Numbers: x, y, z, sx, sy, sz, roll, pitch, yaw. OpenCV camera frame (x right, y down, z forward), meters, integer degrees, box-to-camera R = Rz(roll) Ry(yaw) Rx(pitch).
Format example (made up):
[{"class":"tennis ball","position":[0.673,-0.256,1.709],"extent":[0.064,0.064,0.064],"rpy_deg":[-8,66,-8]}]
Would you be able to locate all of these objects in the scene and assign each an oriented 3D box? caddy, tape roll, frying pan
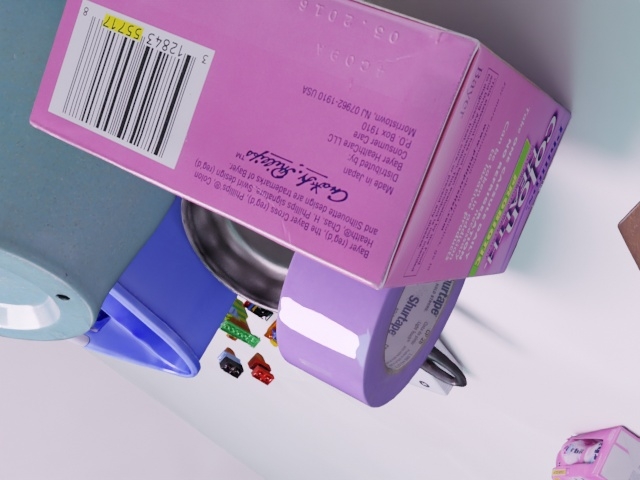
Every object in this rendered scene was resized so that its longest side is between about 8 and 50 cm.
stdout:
[{"class":"caddy","position":[-0.251,0.026,1.047],"extent":[0.241,0.179,0.341],"rpy_deg":[3,143,51]},{"class":"tape roll","position":[0.050,0.031,0.742],"extent":[0.080,0.189,0.189],"rpy_deg":[26,157,24]},{"class":"frying pan","position":[0.009,0.015,0.925],"extent":[0.326,0.053,0.197],"rpy_deg":[18,135,16]}]

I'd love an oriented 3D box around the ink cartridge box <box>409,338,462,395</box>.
[{"class":"ink cartridge box","position":[0.028,0.082,1.085],"extent":[0.223,0.045,0.224],"rpy_deg":[12,150,45]}]

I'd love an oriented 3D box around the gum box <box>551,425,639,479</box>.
[{"class":"gum box","position":[0.350,0.275,1.003],"extent":[0.188,0.062,0.107],"rpy_deg":[35,159,-1]}]

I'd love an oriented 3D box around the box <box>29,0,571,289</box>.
[{"class":"box","position":[0.005,-0.071,0.538],"extent":[0.213,0.117,0.243],"rpy_deg":[25,-169,22]}]

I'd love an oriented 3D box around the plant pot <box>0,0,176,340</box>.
[{"class":"plant pot","position":[-0.230,-0.069,0.736],"extent":[0.271,0.255,0.272],"rpy_deg":[9,152,4]}]

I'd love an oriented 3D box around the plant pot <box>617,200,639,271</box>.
[{"class":"plant pot","position":[0.267,0.033,0.450],"extent":[0.230,0.215,0.215],"rpy_deg":[45,161,13]}]

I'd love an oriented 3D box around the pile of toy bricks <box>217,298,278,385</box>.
[{"class":"pile of toy bricks","position":[-0.121,0.103,1.297],"extent":[0.212,0.118,0.105],"rpy_deg":[37,-167,-31]}]
